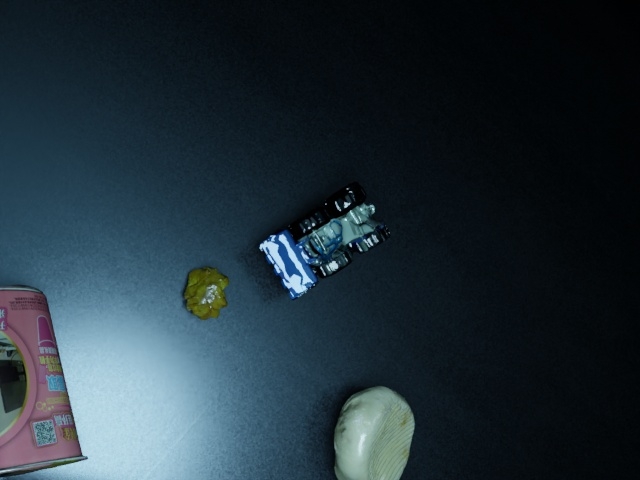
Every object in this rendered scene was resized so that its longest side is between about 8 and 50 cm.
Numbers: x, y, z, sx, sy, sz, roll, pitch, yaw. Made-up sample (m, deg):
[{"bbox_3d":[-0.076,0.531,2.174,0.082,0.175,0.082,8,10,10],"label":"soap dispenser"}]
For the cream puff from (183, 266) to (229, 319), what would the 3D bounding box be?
[{"bbox_3d":[-0.183,0.084,1.338,0.083,0.058,0.083,45,72,-7],"label":"cream puff"}]

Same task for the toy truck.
[{"bbox_3d":[0.000,0.000,1.383,0.208,0.126,0.113,-33,94,-17],"label":"toy truck"}]

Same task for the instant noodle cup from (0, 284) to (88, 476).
[{"bbox_3d":[-0.452,0.202,1.147,0.243,0.244,0.255,-4,75,-20],"label":"instant noodle cup"}]

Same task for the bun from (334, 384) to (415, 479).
[{"bbox_3d":[0.078,0.329,1.374,0.183,0.102,0.184,-13,107,-51],"label":"bun"}]
